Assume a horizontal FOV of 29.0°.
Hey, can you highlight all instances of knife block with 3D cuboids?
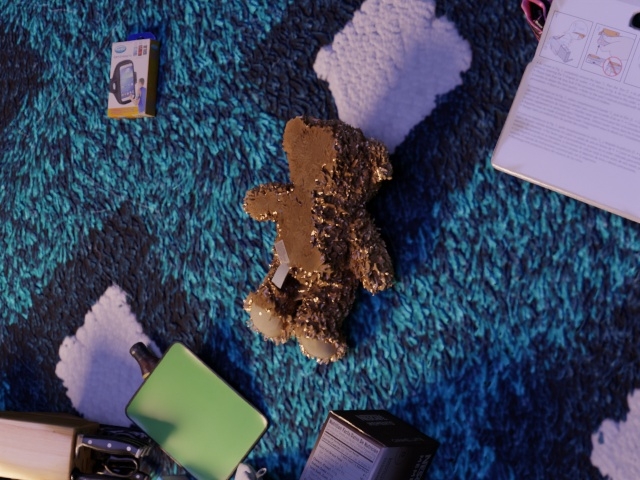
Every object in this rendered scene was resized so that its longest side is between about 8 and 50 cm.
[{"bbox_3d":[-0.393,0.310,1.819,0.242,0.275,0.088,1,84,57],"label":"knife block"}]

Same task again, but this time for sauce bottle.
[{"bbox_3d":[-0.242,0.204,1.849,0.128,0.042,0.042,46,110,31],"label":"sauce bottle"}]

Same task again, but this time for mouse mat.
[{"bbox_3d":[-0.181,0.256,1.789,0.189,0.007,0.152,40,107,10],"label":"mouse mat"}]

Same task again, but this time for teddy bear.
[{"bbox_3d":[0.000,0.000,1.685,0.245,0.113,0.338,2,94,41],"label":"teddy bear"}]

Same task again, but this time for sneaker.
[{"bbox_3d":[0.285,-0.258,1.538,0.047,0.057,0.119,-35,68,24],"label":"sneaker"}]

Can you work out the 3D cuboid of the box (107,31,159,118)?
[{"bbox_3d":[-0.293,-0.261,1.942,0.081,0.028,0.136,0,86,34],"label":"box"}]

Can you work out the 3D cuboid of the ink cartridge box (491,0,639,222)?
[{"bbox_3d":[0.380,-0.158,1.443,0.296,0.066,0.261,24,99,28],"label":"ink cartridge box"}]

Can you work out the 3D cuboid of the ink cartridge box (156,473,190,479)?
[{"bbox_3d":[-0.228,0.444,1.800,0.104,0.061,0.181,40,106,31],"label":"ink cartridge box"}]

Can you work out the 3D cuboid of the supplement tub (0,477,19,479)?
[{"bbox_3d":[-0.542,0.425,1.933,0.193,0.193,0.316,-43,64,22],"label":"supplement tub"}]

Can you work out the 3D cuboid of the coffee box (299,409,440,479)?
[{"bbox_3d":[0.036,0.347,1.588,0.098,0.141,0.246,29,100,32],"label":"coffee box"}]

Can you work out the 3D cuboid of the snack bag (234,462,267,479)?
[{"bbox_3d":[-0.113,0.457,1.605,0.037,0.342,0.323,11,89,-11],"label":"snack bag"}]
